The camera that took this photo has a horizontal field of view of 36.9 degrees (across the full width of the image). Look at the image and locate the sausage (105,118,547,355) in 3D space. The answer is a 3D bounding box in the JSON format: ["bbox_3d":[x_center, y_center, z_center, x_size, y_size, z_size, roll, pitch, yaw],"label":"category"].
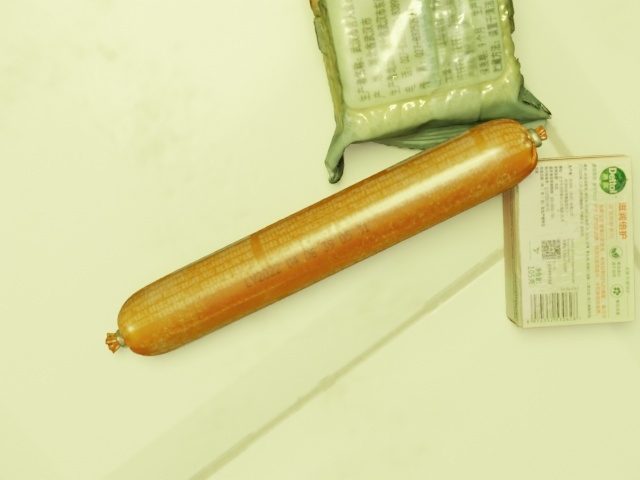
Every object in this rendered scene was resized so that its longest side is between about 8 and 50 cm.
[{"bbox_3d":[0.000,0.000,0.682,0.347,0.053,0.053,-26,97,6],"label":"sausage"}]

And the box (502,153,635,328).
[{"bbox_3d":[0.183,0.000,0.713,0.089,0.043,0.125,-2,96,-3],"label":"box"}]

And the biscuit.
[{"bbox_3d":[0.058,-0.204,0.656,0.186,0.079,0.309,-15,103,-6],"label":"biscuit"}]
